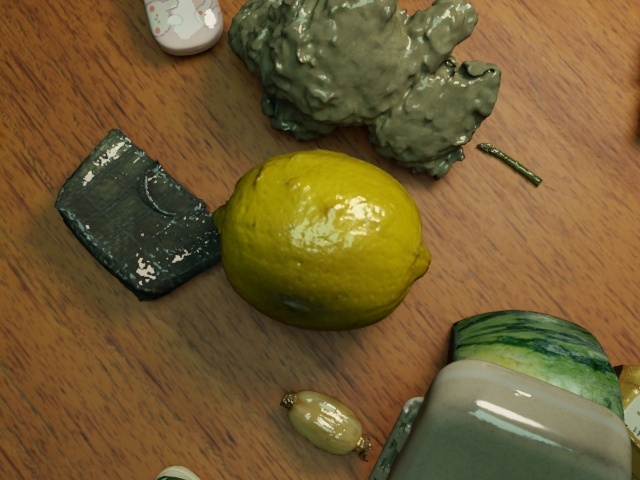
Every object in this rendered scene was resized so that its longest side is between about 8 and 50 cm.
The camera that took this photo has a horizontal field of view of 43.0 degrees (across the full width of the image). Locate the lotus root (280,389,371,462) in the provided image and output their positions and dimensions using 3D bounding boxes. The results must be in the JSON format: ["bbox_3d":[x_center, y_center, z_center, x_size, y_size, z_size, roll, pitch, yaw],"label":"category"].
[{"bbox_3d":[0.011,0.264,1.167,0.150,0.062,0.073,33,60,3],"label":"lotus root"}]

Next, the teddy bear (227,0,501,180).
[{"bbox_3d":[0.081,-0.246,1.181,0.357,0.225,0.367,-32,121,30],"label":"teddy bear"}]

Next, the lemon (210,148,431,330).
[{"bbox_3d":[0.002,0.001,1.116,0.283,0.260,0.261,-11,81,5],"label":"lemon"}]

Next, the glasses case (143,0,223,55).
[{"bbox_3d":[-0.233,-0.432,1.271,0.113,0.075,0.297,-15,82,-5],"label":"glasses case"}]

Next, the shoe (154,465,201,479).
[{"bbox_3d":[-0.137,0.419,1.119,0.265,0.110,0.095,38,82,8],"label":"shoe"}]

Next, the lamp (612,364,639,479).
[{"bbox_3d":[0.447,0.273,1.122,0.185,0.161,0.161,44,83,5],"label":"lamp"}]

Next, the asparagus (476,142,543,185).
[{"bbox_3d":[0.292,-0.121,1.254,0.114,0.014,0.015,35,66,6],"label":"asparagus"}]

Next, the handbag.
[{"bbox_3d":[-0.270,-0.032,1.211,0.270,0.089,0.175,44,75,6],"label":"handbag"}]

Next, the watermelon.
[{"bbox_3d":[0.280,0.208,1.127,0.212,0.262,0.201,11,113,6],"label":"watermelon"}]

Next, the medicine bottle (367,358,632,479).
[{"bbox_3d":[0.209,0.324,1.025,0.282,0.375,0.123,20,37,3],"label":"medicine bottle"}]
